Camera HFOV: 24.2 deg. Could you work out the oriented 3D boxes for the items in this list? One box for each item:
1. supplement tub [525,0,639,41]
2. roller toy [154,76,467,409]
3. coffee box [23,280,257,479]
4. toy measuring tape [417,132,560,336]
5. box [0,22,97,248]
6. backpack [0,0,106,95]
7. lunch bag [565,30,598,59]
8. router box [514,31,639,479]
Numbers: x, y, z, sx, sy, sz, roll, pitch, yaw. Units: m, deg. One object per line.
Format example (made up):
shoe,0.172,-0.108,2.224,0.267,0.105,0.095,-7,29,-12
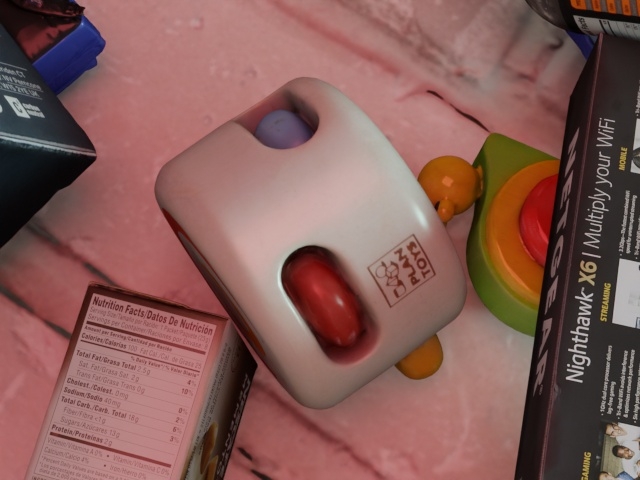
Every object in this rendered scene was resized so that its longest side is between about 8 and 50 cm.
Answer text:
supplement tub,0.257,-0.216,0.909,0.338,0.207,0.207,13,74,23
roller toy,0.000,0.000,0.971,0.146,0.191,0.209,-35,74,-7
coffee box,-0.127,0.169,0.957,0.098,0.141,0.247,14,74,8
toy measuring tape,0.213,0.031,0.996,0.330,0.121,0.121,23,76,0
box,-0.399,-0.110,0.978,0.293,0.212,0.395,-42,74,14
backpack,-0.227,-0.159,1.081,0.098,0.101,0.120,-38,76,-5
lunch bag,0.324,-0.153,1.040,0.293,0.138,0.221,-35,77,3
router box,0.255,0.045,0.880,0.243,0.081,0.309,14,62,0
